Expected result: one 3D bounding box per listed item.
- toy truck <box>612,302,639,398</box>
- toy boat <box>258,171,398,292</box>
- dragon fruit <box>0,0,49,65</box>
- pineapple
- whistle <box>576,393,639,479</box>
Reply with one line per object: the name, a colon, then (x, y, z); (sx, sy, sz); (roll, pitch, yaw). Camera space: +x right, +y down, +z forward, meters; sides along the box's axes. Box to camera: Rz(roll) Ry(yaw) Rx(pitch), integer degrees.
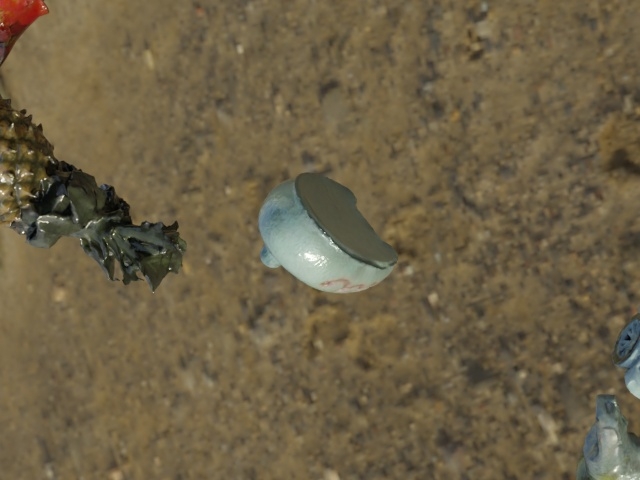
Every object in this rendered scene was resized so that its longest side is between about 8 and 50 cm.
toy truck: (0.220, 0.002, 0.631); (0.115, 0.080, 0.178); (-51, 15, 58)
toy boat: (0.000, 0.000, 1.290); (0.079, 0.207, 0.134); (-38, 77, 19)
dragon fruit: (-0.324, -0.291, 1.141); (0.205, 0.210, 0.268); (119, 172, -58)
pineapple: (-0.226, -0.040, 1.062); (0.251, 0.125, 0.125); (28, 150, -5)
whistle: (0.348, 0.260, 1.444); (0.123, 0.123, 0.223); (45, 159, 46)
